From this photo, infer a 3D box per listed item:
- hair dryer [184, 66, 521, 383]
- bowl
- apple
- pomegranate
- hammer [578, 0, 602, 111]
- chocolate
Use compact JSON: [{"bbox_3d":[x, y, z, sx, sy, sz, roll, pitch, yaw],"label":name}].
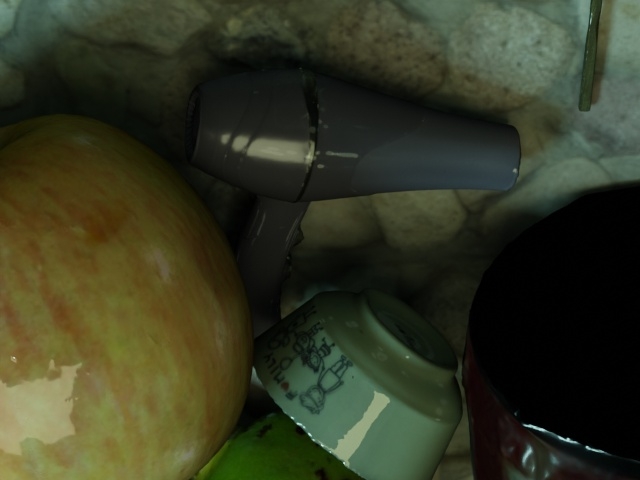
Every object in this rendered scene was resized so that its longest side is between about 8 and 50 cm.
[{"bbox_3d":[0.000,0.000,1.849,0.301,0.121,0.361,6,131,-16],"label":"hair dryer"},{"bbox_3d":[0.049,0.120,1.798,0.211,0.211,0.112,32,108,-19],"label":"bowl"},{"bbox_3d":[-0.249,0.078,1.712,0.391,0.391,0.346,-20,101,10],"label":"apple"},{"bbox_3d":[-0.045,0.239,1.918,0.231,0.231,0.286,-30,107,15],"label":"pomegranate"},{"bbox_3d":[0.245,-0.238,1.730,0.029,0.058,0.292,0,127,-1],"label":"hammer"},{"bbox_3d":[0.316,0.185,1.816,0.383,0.384,0.331,-7,128,3],"label":"chocolate"}]
